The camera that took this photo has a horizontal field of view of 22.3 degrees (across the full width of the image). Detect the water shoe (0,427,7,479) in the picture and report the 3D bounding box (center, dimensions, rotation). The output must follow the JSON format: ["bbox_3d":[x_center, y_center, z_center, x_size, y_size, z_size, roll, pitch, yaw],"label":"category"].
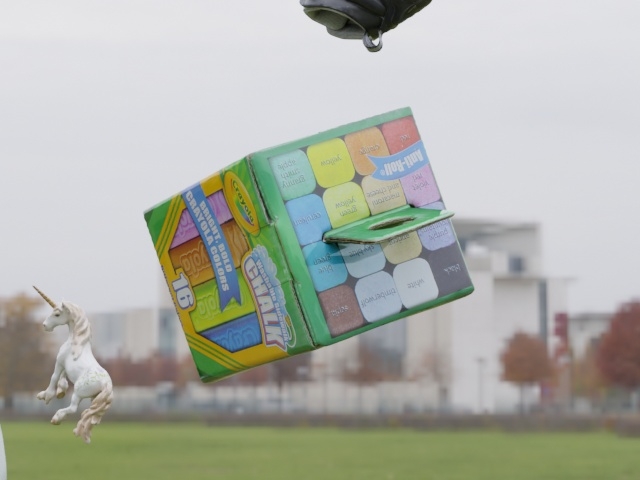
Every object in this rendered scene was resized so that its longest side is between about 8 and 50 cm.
[{"bbox_3d":[-0.213,0.050,0.771,0.073,0.203,0.080,-23,-4,0],"label":"water shoe"}]

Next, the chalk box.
[{"bbox_3d":[0.000,0.000,1.433,0.180,0.179,0.289,-18,-3,-33],"label":"chalk box"}]

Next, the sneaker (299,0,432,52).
[{"bbox_3d":[0.021,-0.317,1.775,0.268,0.153,0.101,48,7,33],"label":"sneaker"}]

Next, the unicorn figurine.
[{"bbox_3d":[-0.270,0.140,1.775,0.162,0.111,0.060,40,21,28],"label":"unicorn figurine"}]
